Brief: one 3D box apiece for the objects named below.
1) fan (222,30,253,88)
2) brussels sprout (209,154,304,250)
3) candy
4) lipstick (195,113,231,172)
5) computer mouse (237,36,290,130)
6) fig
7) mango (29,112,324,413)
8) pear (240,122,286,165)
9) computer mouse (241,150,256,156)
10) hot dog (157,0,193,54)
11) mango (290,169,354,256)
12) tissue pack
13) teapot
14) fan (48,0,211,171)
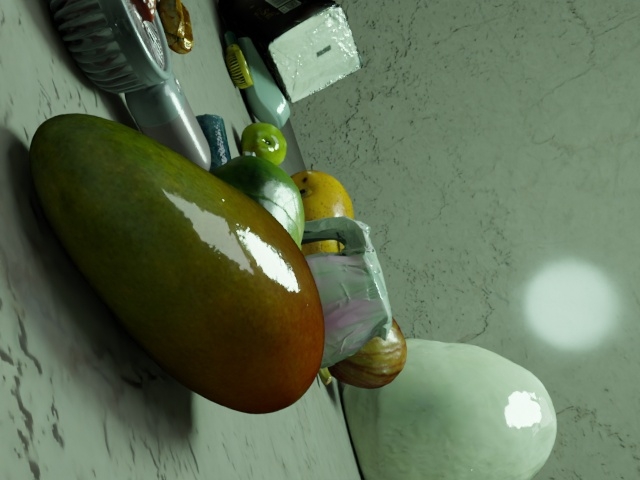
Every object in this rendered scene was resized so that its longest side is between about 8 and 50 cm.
[{"bbox_3d":[-0.188,-0.400,1.642,0.082,0.039,0.155,64,6,-57],"label":"fan"},{"bbox_3d":[-0.078,-0.014,0.773,0.155,0.118,0.155,3,90,-84],"label":"brussels sprout"},{"bbox_3d":[0.257,0.360,1.511,0.186,0.427,0.386,80,10,-52],"label":"candy"},{"bbox_3d":[-0.117,-0.031,0.865,0.053,0.054,0.234,57,19,-73],"label":"lipstick"},{"bbox_3d":[-0.147,-0.359,1.727,0.230,0.079,0.128,62,-10,-2],"label":"computer mouse"},{"bbox_3d":[0.053,0.200,1.420,0.175,0.207,0.174,0,-90,56],"label":"fig"},{"bbox_3d":[-0.079,0.030,0.514,0.289,0.129,0.146,49,23,-56],"label":"mango"},{"bbox_3d":[-0.104,-0.172,1.371,0.097,0.092,0.092,-99,169,-71],"label":"pear"},{"bbox_3d":[-0.093,-0.050,1.210,0.102,0.045,0.199,-102,172,-56],"label":"computer mouse"},{"bbox_3d":[-0.201,-0.300,1.016,0.144,0.038,0.062,-108,174,-49],"label":"hot dog"},{"bbox_3d":[0.000,0.000,1.536,0.191,0.160,0.290,-117,-164,-71],"label":"mango"},{"bbox_3d":[-0.080,-0.502,1.783,0.370,0.210,0.198,52,-15,49],"label":"tissue pack"},{"bbox_3d":[0.015,0.078,1.122,0.221,0.178,0.163,-106,175,-50],"label":"teapot"},{"bbox_3d":[-0.156,-0.151,0.659,0.130,0.074,0.244,-106,175,-45],"label":"fan"}]
